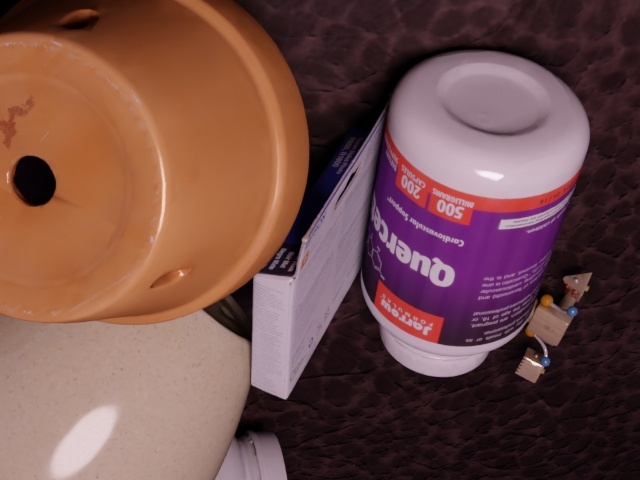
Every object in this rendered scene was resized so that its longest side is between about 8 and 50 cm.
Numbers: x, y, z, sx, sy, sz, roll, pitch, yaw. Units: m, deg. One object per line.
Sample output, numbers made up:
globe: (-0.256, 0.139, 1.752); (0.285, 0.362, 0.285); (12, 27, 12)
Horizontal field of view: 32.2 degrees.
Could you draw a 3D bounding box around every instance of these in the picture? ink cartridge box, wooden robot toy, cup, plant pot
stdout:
ink cartridge box: (0.000, 0.000, 1.043); (0.045, 0.223, 0.224); (21, 137, 12)
wooden robot toy: (0.258, 0.087, 1.320); (0.079, 0.076, 0.173); (26, 134, 10)
cup: (-0.198, 0.126, 1.078); (0.237, 0.331, 0.331); (-45, 132, 5)
plant pot: (-0.173, -0.058, 0.835); (0.291, 0.203, 0.291); (3, 103, 13)

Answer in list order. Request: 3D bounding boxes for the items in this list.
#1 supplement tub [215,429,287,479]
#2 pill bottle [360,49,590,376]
supplement tub: (-0.211, 0.339, 1.327); (0.325, 0.235, 0.235); (-2, 136, -13)
pill bottle: (0.137, -0.012, 1.080); (0.181, 0.181, 0.323); (-4, 136, -10)
